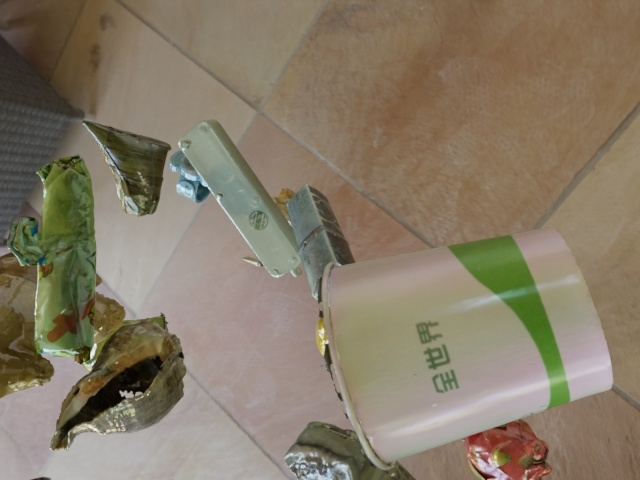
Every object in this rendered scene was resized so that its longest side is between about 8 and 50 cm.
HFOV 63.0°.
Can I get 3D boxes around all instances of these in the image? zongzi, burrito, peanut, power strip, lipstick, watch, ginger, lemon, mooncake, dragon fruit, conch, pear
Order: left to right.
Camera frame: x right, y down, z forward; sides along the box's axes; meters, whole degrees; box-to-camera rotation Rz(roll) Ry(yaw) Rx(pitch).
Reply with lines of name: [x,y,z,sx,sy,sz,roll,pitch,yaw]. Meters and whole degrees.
ginger: [-0.429,0.142,0.766,0.166,0.236,0.375,-48,33,28]
burrito: [-0.348,0.019,0.680,0.054,0.104,0.288,-28,63,57]
zongzi: [-0.590,-0.203,1.540,0.125,0.274,0.251,5,88,34]
pear: [-0.554,0.306,1.479,0.255,0.238,0.164,-2,75,-18]
conch: [-0.239,0.173,0.645,0.130,0.207,0.155,49,125,5]
watch: [-0.476,-0.254,2.053,0.211,0.211,0.193,42,150,17]
power strip: [-0.155,-0.080,1.125,0.091,0.062,0.385,-32,98,23]
peanut: [-0.054,-0.053,1.327,0.174,0.080,0.080,31,106,-3]
lipstick: [0.000,0.000,0.965,0.076,0.077,0.290,-48,33,19]
lemon: [0.076,0.315,1.766,0.188,0.188,0.257,17,123,23]
mooncake: [0.065,0.482,1.052,0.250,0.136,0.254,-1,136,45]
dragon fruit: [0.527,0.603,1.479,0.227,0.224,0.224,-156,74,-65]

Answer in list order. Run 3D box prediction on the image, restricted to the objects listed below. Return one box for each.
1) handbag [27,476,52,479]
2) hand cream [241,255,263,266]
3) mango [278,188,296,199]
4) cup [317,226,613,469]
handbag: [-0.625,0.587,0.998,0.181,0.254,0.181,64,147,23]
hand cream: [-0.229,0.070,1.788,0.102,0.035,0.022,16,116,46]
mango: [-0.085,-0.085,1.722,0.075,0.098,0.190,-25,94,-2]
cup: [0.163,0.109,0.610,0.274,0.253,0.253,-19,85,14]
